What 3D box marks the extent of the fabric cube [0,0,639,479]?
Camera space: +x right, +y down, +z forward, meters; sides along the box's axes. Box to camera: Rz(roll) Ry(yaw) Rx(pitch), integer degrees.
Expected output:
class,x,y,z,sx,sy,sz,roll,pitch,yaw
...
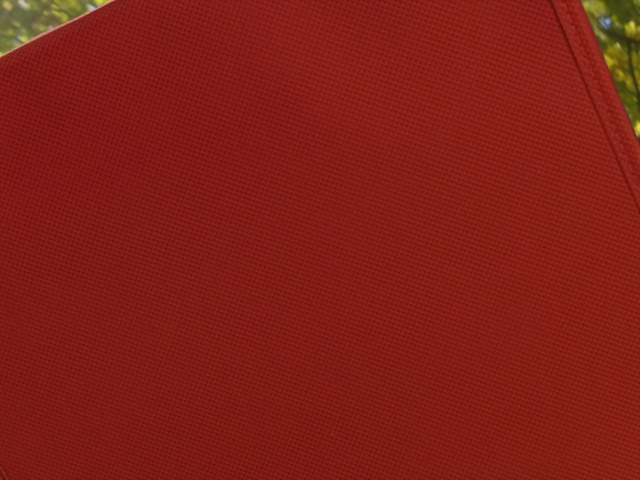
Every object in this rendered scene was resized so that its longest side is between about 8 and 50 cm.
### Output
class,x,y,z,sx,sy,sz,roll,pitch,yaw
fabric cube,0.000,0.000,0.508,0.258,0.259,0.254,-25,-80,9
